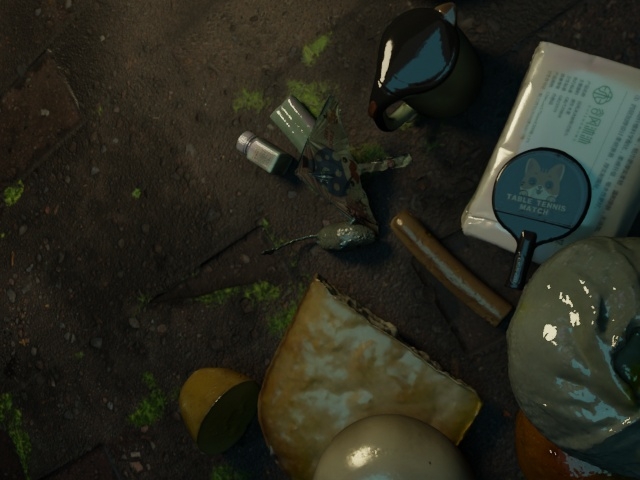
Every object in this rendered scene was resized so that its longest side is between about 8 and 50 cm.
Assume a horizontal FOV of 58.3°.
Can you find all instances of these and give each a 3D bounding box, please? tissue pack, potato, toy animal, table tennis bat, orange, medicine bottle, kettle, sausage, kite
[{"bbox_3d":[0.434,-0.129,1.010,0.266,0.194,0.357,26,104,18],"label":"tissue pack"},{"bbox_3d":[-0.255,0.373,1.348,0.158,0.178,0.203,36,131,32],"label":"potato"},{"bbox_3d":[-0.001,-0.003,1.256,0.252,0.079,0.070,-6,69,21],"label":"toy animal"},{"bbox_3d":[0.347,-0.034,0.936,0.150,0.027,0.236,16,98,19],"label":"table tennis bat"},{"bbox_3d":[0.469,0.356,0.997,0.264,0.264,0.264,1,94,22],"label":"orange"},{"bbox_3d":[-0.130,-0.198,1.299,0.118,0.074,0.055,34,106,17],"label":"medicine bottle"},{"bbox_3d":[0.188,-0.301,1.068,0.165,0.255,0.240,43,108,12],"label":"kettle"},{"bbox_3d":[0.259,0.055,1.163,0.301,0.066,0.066,45,108,15],"label":"sausage"},{"bbox_3d":[0.061,-0.145,1.186,0.314,0.011,0.335,1,123,42],"label":"kite"}]

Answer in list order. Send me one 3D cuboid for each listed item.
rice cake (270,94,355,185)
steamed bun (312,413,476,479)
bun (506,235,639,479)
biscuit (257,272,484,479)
[{"bbox_3d":[-0.019,-0.224,1.271,0.080,0.042,0.222,-45,77,23],"label":"rice cake"},{"bbox_3d":[0.138,0.492,1.070,0.324,0.206,0.324,1,102,6],"label":"steamed bun"},{"bbox_3d":[0.450,0.164,0.811,0.361,0.211,0.362,-1,80,4],"label":"bun"},{"bbox_3d":[0.081,0.359,1.223,0.429,0.104,0.446,28,102,9],"label":"biscuit"}]
